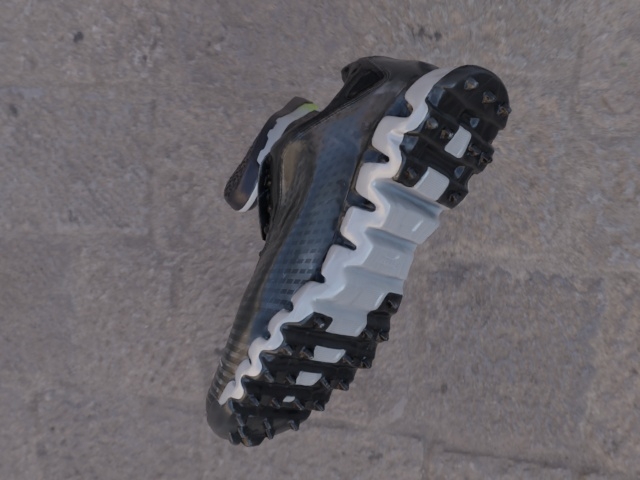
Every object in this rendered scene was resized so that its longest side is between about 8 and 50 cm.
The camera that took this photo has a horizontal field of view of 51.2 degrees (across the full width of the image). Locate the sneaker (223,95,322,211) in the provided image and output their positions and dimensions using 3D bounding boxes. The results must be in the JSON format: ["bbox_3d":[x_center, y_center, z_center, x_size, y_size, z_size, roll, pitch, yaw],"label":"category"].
[{"bbox_3d":[-0.020,-0.088,0.717,0.097,0.234,0.084,36,124,-5],"label":"sneaker"}]

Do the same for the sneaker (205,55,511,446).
[{"bbox_3d":[0.000,0.000,0.368,0.106,0.078,0.234,41,104,44],"label":"sneaker"}]
